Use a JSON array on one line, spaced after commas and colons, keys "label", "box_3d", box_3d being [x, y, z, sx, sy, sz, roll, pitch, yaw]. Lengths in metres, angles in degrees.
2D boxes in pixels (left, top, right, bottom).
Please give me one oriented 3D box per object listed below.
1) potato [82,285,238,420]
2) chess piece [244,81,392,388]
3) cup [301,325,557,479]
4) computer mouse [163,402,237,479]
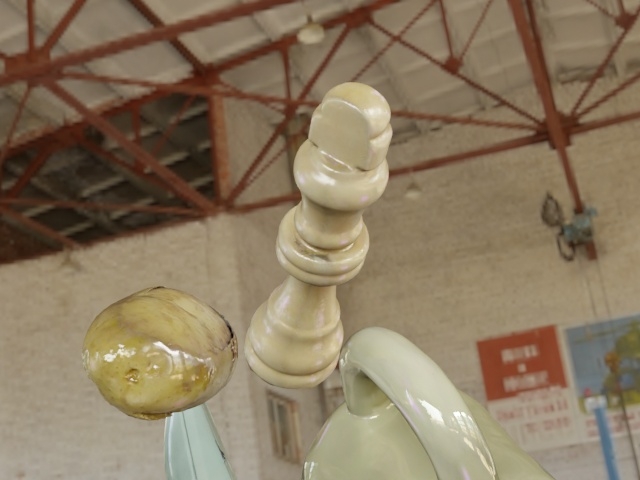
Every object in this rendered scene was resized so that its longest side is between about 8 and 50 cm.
[{"label": "potato", "box_3d": [-0.120, 0.084, 0.819, 0.107, 0.080, 0.170, 24, 7, 2]}, {"label": "chess piece", "box_3d": [0.000, 0.000, 1.153, 0.117, 0.117, 0.397, -2, -42, -16]}, {"label": "cup", "box_3d": [0.069, 0.192, 0.802, 0.173, 0.202, 0.255, -48, -52, -1]}, {"label": "computer mouse", "box_3d": [-0.176, 0.330, 1.549, 0.097, 0.288, 0.159, -25, -35, -6]}]
